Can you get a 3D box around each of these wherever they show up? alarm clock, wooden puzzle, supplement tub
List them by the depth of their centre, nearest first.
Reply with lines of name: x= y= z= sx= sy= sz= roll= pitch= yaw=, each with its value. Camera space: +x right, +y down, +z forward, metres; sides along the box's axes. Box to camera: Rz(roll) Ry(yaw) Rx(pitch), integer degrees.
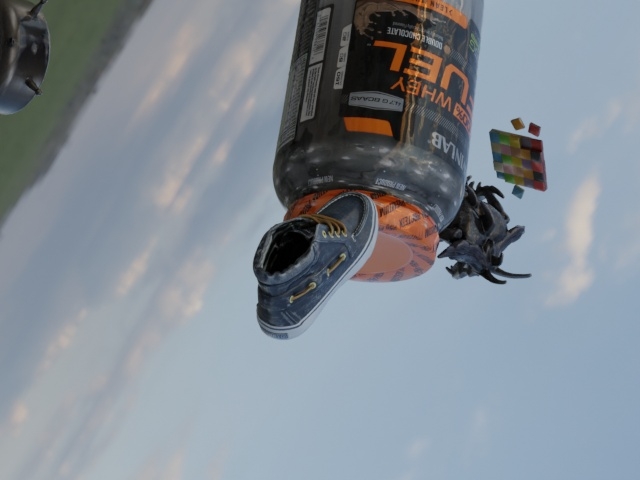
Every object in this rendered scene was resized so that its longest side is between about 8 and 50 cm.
wooden puzzle: x=0.166 y=-0.068 z=1.278 sx=0.006 sy=0.049 sz=0.083 roll=-43 pitch=135 yaw=-36
supplement tub: x=0.062 y=-0.139 z=1.648 sx=0.207 sy=0.207 sz=0.338 roll=140 pitch=-38 yaw=-60
alarm clock: x=-0.373 y=-0.205 z=1.689 sx=0.192 sy=0.064 sz=0.129 roll=-5 pitch=-99 yaw=44

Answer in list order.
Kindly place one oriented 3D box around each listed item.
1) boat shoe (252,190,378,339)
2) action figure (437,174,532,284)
boat shoe: x=0.000 y=0.000 z=1.351 sx=0.183 sy=0.065 sz=0.083 roll=-56 pitch=154 yaw=-38
action figure: x=0.141 y=-0.037 z=1.860 sx=0.164 sy=0.276 sz=0.141 roll=-16 pitch=155 yaw=-38
